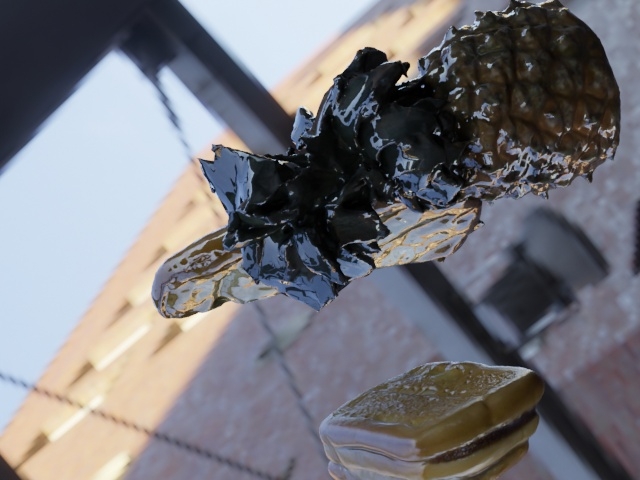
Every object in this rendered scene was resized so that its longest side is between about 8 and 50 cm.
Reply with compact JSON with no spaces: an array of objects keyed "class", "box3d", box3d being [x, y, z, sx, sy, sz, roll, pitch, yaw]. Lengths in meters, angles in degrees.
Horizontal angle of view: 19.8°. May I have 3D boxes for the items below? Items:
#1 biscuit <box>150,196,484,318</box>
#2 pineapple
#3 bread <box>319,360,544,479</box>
[{"class":"biscuit","box3d":[-0.001,-0.002,1.599,0.154,0.299,0.045,100,154,-61]},{"class":"pineapple","box3d":[0.048,-0.048,0.990,0.119,0.237,0.111,57,158,32]},{"class":"bread","box3d":[0.081,0.139,1.326,0.200,0.116,0.077,-5,104,68]}]
